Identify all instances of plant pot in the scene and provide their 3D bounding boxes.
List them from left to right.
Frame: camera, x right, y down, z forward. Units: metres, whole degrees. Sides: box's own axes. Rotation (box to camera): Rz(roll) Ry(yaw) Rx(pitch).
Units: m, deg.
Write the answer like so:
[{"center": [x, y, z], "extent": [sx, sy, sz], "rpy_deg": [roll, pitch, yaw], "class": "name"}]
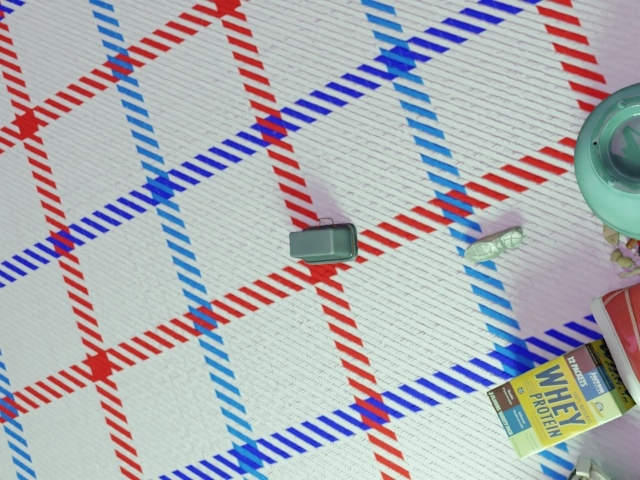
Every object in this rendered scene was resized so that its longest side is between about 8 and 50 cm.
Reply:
[{"center": [0.577, -0.153, 1.708], "extent": [0.293, 0.196, 0.293], "rpy_deg": [-3, 83, 27], "class": "plant pot"}]

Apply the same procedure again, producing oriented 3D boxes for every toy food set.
[{"center": [0.574, 0.006, 1.816], "extent": [0.078, 0.019, 0.122], "rpy_deg": [-16, 74, 26], "class": "toy food set"}]

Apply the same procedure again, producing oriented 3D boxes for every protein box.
[{"center": [0.445, 0.285, 1.772], "extent": [0.201, 0.200, 0.136], "rpy_deg": [-31, 75, 23], "class": "protein box"}]

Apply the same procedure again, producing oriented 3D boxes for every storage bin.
[{"center": [0.000, 0.000, 2.077], "extent": [0.135, 0.091, 0.098], "rpy_deg": [-5, 86, 27], "class": "storage bin"}]

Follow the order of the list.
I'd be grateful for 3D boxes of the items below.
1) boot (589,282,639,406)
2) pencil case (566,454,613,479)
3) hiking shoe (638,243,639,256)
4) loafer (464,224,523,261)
[{"center": [0.616, 0.185, 1.752], "extent": [0.176, 0.088, 0.244], "rpy_deg": [-28, 73, 23], "class": "boot"}, {"center": [0.586, 0.540, 1.669], "extent": [0.410, 0.160, 0.183], "rpy_deg": [32, 117, 12], "class": "pencil case"}, {"center": [0.604, 0.023, 1.681], "extent": [0.114, 0.227, 0.086], "rpy_deg": [-6, 71, 29], "class": "hiking shoe"}, {"center": [0.345, 0.006, 1.929], "extent": [0.125, 0.039, 0.045], "rpy_deg": [-24, 111, 28], "class": "loafer"}]
